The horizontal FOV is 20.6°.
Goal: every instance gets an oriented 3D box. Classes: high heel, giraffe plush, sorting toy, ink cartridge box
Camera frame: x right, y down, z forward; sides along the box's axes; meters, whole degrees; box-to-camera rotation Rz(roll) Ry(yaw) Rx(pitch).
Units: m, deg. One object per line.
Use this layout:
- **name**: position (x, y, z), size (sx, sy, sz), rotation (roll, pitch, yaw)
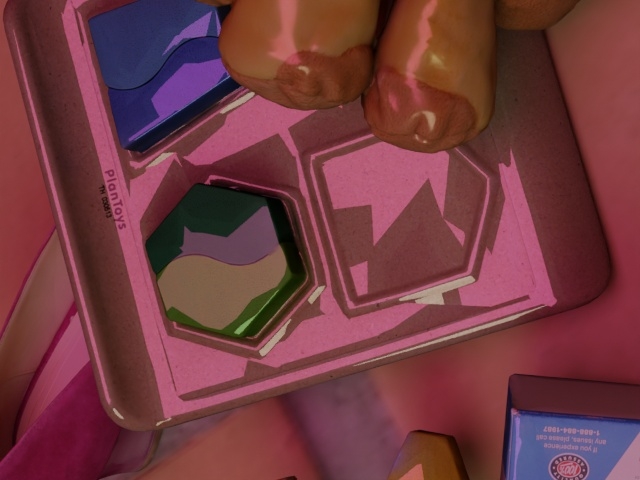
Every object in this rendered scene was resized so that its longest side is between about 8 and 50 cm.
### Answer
- **high heel**: position (-0.109, 0.003, 0.812), size (0.082, 0.117, 0.244), rotation (21, 103, 29)
- **giraffe plush**: position (0.042, -0.156, 0.648), size (0.181, 0.170, 0.210), rotation (22, 77, -7)
- **sorting toy**: position (0.000, 0.000, 0.752), size (0.229, 0.041, 0.307), rotation (-17, 83, 13)
- **ink cartridge box**: position (0.112, 0.132, 0.682), size (0.092, 0.090, 0.143), rotation (5, 95, 4)
